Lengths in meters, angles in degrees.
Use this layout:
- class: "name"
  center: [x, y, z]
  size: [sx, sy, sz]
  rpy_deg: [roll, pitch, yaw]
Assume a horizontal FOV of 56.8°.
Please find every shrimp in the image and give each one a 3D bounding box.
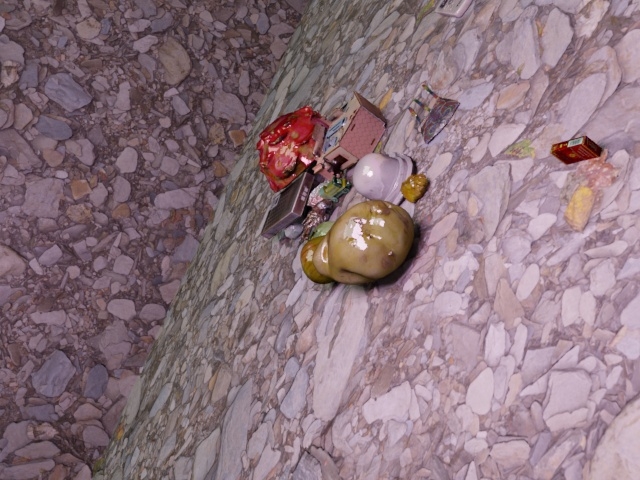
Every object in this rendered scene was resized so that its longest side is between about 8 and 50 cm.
- class: "shrimp"
  center: [-0.024, -0.055, 2.134]
  size: [0.090, 0.079, 0.233]
  rpy_deg: [45, 113, 26]

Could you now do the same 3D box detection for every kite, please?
- class: "kite"
  center: [0.341, -0.407, 1.847]
  size: [0.152, 0.015, 0.285]
  rpy_deg: [-50, 28, 19]

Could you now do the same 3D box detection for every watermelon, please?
- class: "watermelon"
  center: [0.023, -0.180, 2.215]
  size: [0.155, 0.080, 0.101]
  rpy_deg: [-58, -12, 15]

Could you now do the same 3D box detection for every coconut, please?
- class: "coconut"
  center: [-0.003, -0.004, 2.056]
  size: [0.158, 0.055, 0.133]
  rpy_deg: [-59, 22, 10]

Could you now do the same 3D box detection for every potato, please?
- class: "potato"
  center: [0.105, 0.013, 1.624]
  size: [0.351, 0.202, 0.218]
  rpy_deg: [-26, 41, 55]

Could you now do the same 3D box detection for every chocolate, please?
- class: "chocolate"
  center: [0.176, -0.198, 1.788]
  size: [0.221, 0.147, 0.221]
  rpy_deg: [-48, 23, 28]

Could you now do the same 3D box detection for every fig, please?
- class: "fig"
  center: [0.049, 0.015, 1.825]
  size: [0.259, 0.151, 0.151]
  rpy_deg: [-47, 27, 18]

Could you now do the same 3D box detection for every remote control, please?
- class: "remote control"
  center: [0.459, -0.813, 2.030]
  size: [0.088, 0.029, 0.190]
  rpy_deg: [-56, 24, 15]

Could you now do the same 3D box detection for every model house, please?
- class: "model house"
  center: [0.105, -0.390, 2.117]
  size: [0.244, 0.169, 0.326]
  rpy_deg: [-25, 39, 48]

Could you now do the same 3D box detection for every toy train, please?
- class: "toy train"
  center: [0.052, -0.183, 2.108]
  size: [0.122, 0.081, 0.050]
  rpy_deg: [-39, 38, 43]

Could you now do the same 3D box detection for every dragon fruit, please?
- class: "dragon fruit"
  center: [-0.105, -0.383, 2.362]
  size: [0.386, 0.249, 0.371]
  rpy_deg: [-46, 11, -14]

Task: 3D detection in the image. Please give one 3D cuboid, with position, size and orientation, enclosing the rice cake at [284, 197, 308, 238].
- class: "rice cake"
  center: [-0.092, -0.098, 2.330]
  size: [0.069, 0.063, 0.207]
  rpy_deg: [-46, 26, 46]

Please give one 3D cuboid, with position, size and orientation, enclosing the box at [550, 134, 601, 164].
- class: "box"
  center: [0.513, -0.181, 1.192]
  size: [0.082, 0.051, 0.023]
  rpy_deg: [-10, 54, 61]

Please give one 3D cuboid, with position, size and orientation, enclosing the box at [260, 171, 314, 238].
- class: "box"
  center: [-0.133, -0.131, 2.304]
  size: [0.324, 0.047, 0.181]
  rpy_deg: [-30, 38, 60]

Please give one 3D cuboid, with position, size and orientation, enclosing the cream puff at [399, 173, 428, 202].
- class: "cream puff"
  center: [0.262, -0.151, 1.665]
  size: [0.083, 0.058, 0.083]
  rpy_deg: [2, 67, 63]
